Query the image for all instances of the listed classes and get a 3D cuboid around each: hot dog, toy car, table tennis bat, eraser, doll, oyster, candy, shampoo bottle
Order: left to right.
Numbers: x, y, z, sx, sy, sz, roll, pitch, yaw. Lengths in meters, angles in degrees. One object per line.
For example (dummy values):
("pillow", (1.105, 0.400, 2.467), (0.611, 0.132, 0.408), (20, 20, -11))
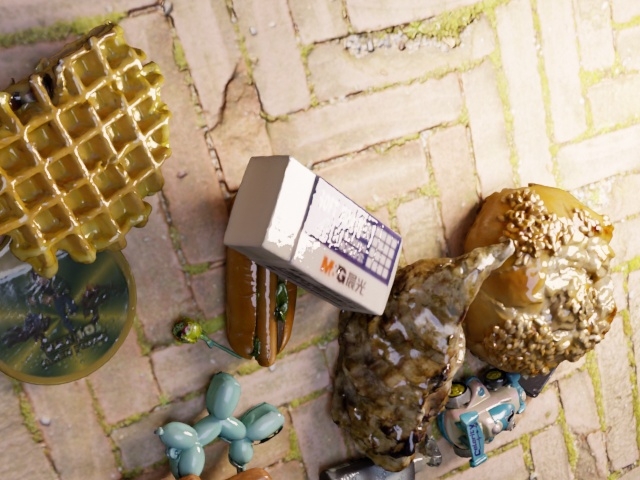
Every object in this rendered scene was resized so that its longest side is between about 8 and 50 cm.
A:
("table tennis bat", (-0.335, 0.028, 0.982), (0.198, 0.050, 0.320), (-22, 114, -26))
("candy", (-0.152, 0.140, 1.116), (0.123, 0.035, 0.035), (36, 72, -40))
("doll", (-0.146, 0.265, 1.126), (0.159, 0.059, 0.158), (35, 83, -31))
("hot dog", (-0.077, 0.048, 1.109), (0.100, 0.068, 0.249), (-5, 103, -27))
("eraser", (0.000, 0.000, 1.079), (0.279, 0.081, 0.124), (33, 69, -47))
("shampoo bottle", (0.100, 0.359, 1.283), (0.208, 0.057, 0.063), (-8, 95, -29))
("oyster", (0.125, 0.154, 1.195), (0.204, 0.111, 0.396), (17, 102, -10))
("toy car", (0.279, 0.289, 1.333), (0.162, 0.098, 0.126), (-18, 112, -14))

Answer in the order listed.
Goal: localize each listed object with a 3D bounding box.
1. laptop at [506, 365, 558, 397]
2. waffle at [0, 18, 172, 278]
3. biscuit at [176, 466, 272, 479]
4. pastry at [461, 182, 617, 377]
("laptop", (0.381, 0.153, 1.405), (0.154, 0.026, 0.207), (41, 81, -30))
("waffle", (-0.286, -0.109, 0.922), (0.283, 0.065, 0.309), (14, 83, -45))
("biscuit", (-0.202, 0.419, 1.107), (0.306, 0.043, 0.283), (14, 111, -24))
("pastry", (0.346, 0.067, 1.276), (0.255, 0.162, 0.310), (0, 97, -17))
